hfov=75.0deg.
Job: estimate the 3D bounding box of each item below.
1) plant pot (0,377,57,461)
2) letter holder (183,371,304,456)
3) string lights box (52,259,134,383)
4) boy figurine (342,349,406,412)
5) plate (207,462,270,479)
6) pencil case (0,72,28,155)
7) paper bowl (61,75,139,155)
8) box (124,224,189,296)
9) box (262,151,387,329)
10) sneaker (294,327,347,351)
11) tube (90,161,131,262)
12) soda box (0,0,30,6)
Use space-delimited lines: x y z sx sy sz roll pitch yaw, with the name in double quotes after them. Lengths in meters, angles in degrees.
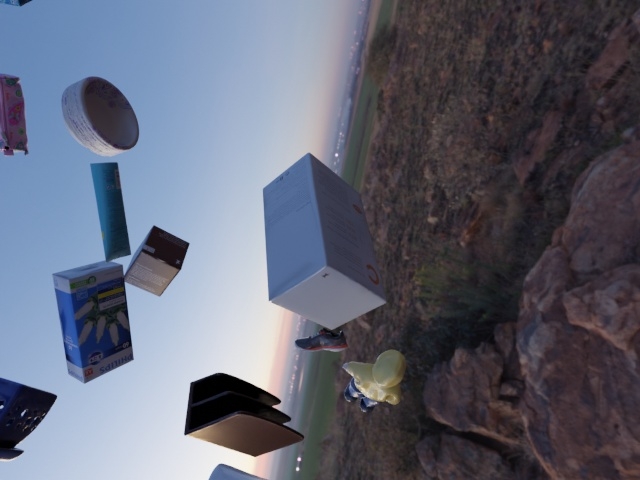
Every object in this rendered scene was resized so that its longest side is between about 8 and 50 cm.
-0.983 0.520 1.235 0.236 0.236 0.212 100 -176 -61 "plant pot"
-0.207 0.505 1.230 0.302 0.214 0.152 45 -153 -41 "letter holder"
-0.544 0.191 1.009 0.133 0.077 0.259 -22 -64 -55 "string lights box"
0.145 0.380 1.138 0.092 0.177 0.285 -52 -12 -38 "boy figurine"
-0.167 0.571 0.761 0.045 0.277 0.278 60 -139 -36 "plate"
-1.146 -0.458 1.519 0.124 0.124 0.284 -84 1 -72 "pencil case"
-0.844 -0.458 1.583 0.284 0.148 0.284 -16 -90 -75 "paper bowl"
-0.669 0.086 1.704 0.203 0.168 0.167 -45 27 29 "box"
0.000 0.000 0.994 0.168 0.215 0.345 -33 45 27 "box"
0.000 0.283 1.215 0.061 0.158 0.064 -47 -48 -74 "sneaker"
-0.442 -0.061 0.884 0.080 0.052 0.207 -32 -60 -68 "tube"
-0.712 -0.634 1.005 0.210 0.071 0.067 -87 6 -46 "soda box"
